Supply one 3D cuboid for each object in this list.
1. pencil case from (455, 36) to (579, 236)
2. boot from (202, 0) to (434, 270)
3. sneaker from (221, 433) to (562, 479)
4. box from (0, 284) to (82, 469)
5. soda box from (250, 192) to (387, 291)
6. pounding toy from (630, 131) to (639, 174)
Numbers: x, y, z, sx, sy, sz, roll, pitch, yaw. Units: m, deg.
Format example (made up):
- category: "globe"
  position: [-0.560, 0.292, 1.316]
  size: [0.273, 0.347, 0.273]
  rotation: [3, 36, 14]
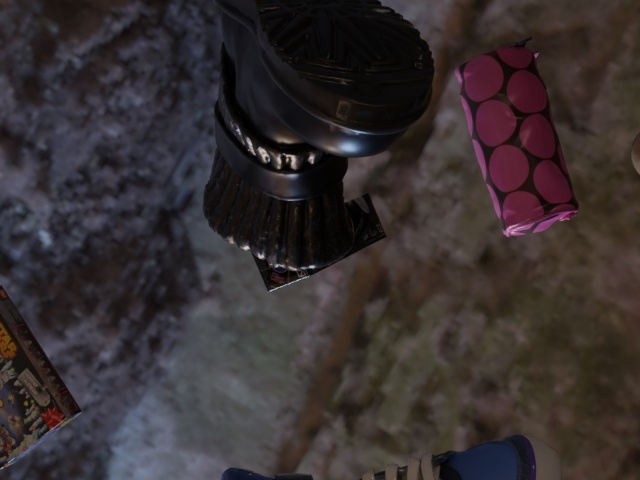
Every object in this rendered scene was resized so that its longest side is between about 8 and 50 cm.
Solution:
- category: "pencil case"
  position: [0.221, -0.111, 1.615]
  size: [0.098, 0.209, 0.095]
  rotation: [-6, 167, -30]
- category: "boot"
  position: [-0.009, -0.078, 1.247]
  size: [0.348, 0.131, 0.260]
  rotation: [-121, -148, -59]
- category: "sneaker"
  position: [0.026, 0.249, 1.284]
  size: [0.323, 0.236, 0.130]
  rotation: [-45, -148, 32]
- category: "box"
  position: [-0.284, 0.122, 1.307]
  size: [0.094, 0.137, 0.027]
  rotation: [-38, 172, 24]
- category: "soda box"
  position: [0.000, 0.000, 1.502]
  size: [0.060, 0.053, 0.169]
  rotation: [-22, -178, 32]
- category: "pounding toy"
  position: [0.369, -0.081, 1.167]
  size: [0.110, 0.237, 0.183]
  rotation: [-33, 142, -57]
